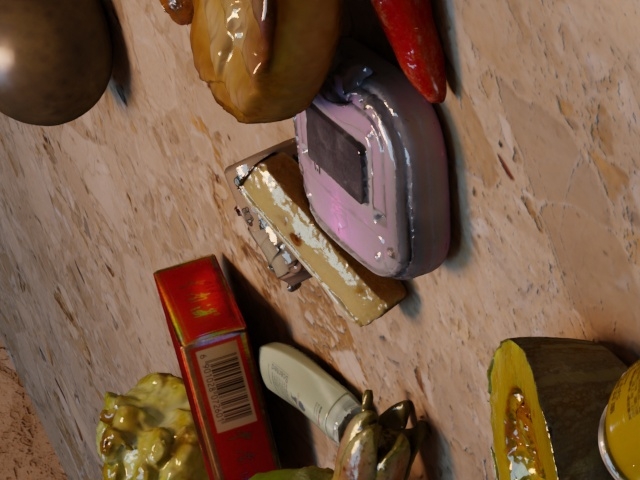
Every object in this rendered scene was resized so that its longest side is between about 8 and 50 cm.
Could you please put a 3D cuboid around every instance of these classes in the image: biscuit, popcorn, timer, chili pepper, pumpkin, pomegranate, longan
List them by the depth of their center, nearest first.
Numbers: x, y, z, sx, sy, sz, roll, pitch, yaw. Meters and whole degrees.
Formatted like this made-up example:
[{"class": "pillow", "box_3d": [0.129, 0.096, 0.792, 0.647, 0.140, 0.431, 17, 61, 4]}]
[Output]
[{"class": "pumpkin", "box_3d": [0.198, 0.166, 1.278, 0.217, 0.110, 0.217, 163, 90, -85]}, {"class": "chili pepper", "box_3d": [0.053, -0.230, 1.313, 0.071, 0.063, 0.272, -122, 16, -62]}, {"class": "biscuit", "box_3d": [-0.045, -0.245, 1.434, 0.296, 0.102, 0.296, 176, 90, -75]}, {"class": "timer", "box_3d": [0.040, -0.072, 1.490, 0.208, 0.069, 0.191, 43, 145, 53]}, {"class": "biscuit", "box_3d": [0.000, 0.000, 1.606, 0.188, 0.052, 0.056, 49, 129, 6]}, {"class": "pomegranate", "box_3d": [0.024, 0.298, 1.714, 0.236, 0.236, 0.302, 54, 129, 36]}, {"class": "longan", "box_3d": [-0.363, -0.256, 2.182, 0.196, 0.196, 0.220, -163, 67, -66]}, {"class": "popcorn", "box_3d": [-0.227, 0.297, 2.395, 0.221, 0.183, 0.204, -120, 30, -62]}]

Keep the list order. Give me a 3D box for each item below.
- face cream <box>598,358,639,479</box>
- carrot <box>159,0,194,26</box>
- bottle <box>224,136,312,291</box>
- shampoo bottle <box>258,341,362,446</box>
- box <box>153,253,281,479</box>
[{"class": "face cream", "box_3d": [0.256, 0.089, 1.029, 0.105, 0.105, 0.349, 64, 159, 14]}, {"class": "carrot", "box_3d": [-0.173, -0.318, 1.814, 0.060, 0.060, 0.186, 4, 116, 68]}, {"class": "bottle", "box_3d": [-0.030, -0.019, 1.689, 0.152, 0.099, 0.099, 67, 160, -3]}, {"class": "shampoo bottle", "box_3d": [-0.006, 0.171, 1.873, 0.212, 0.049, 0.072, 32, 133, 59]}, {"class": "box", "box_3d": [-0.114, 0.200, 2.070, 0.197, 0.089, 0.313, -122, 18, -60]}]
